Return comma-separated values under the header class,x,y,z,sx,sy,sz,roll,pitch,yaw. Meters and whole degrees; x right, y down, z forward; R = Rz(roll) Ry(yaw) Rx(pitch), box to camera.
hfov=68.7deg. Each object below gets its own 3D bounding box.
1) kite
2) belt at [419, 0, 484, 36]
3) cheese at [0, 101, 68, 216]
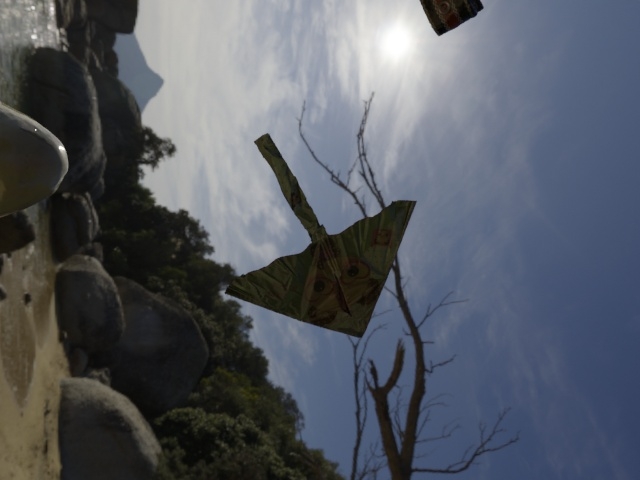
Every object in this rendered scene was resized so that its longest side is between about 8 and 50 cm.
class,x,y,z,sx,sy,sz,roll,pitch,yaw
kite,0.000,0.000,0.499,0.250,0.229,0.012,65,-8,-19
belt,0.179,-0.549,0.856,0.094,0.359,0.126,-23,-146,35
cheese,-0.478,-0.154,0.468,0.129,0.351,0.328,-95,174,-62
